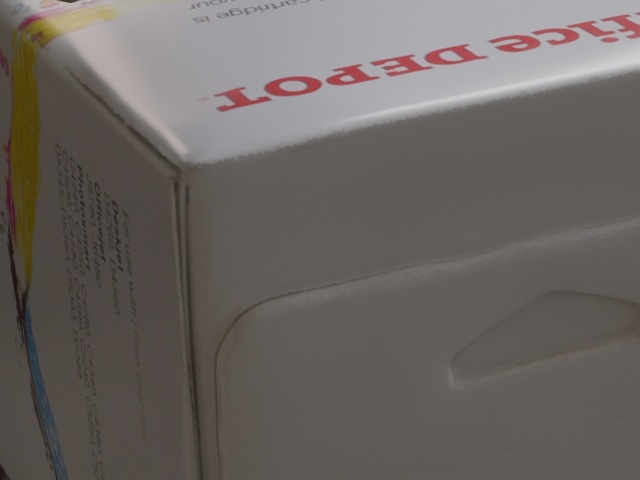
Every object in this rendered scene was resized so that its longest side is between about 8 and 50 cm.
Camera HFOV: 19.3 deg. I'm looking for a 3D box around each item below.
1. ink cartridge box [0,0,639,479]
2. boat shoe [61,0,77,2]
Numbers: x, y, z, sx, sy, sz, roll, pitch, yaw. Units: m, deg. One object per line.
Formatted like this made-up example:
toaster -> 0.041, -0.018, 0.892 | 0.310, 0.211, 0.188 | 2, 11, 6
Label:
ink cartridge box -> 0.000, 0.000, 0.602 | 0.270, 0.198, 0.197 | -139, -138, -55
boat shoe -> -0.025, -0.143, 0.428 | 0.097, 0.324, 0.116 | 14, -55, 19
